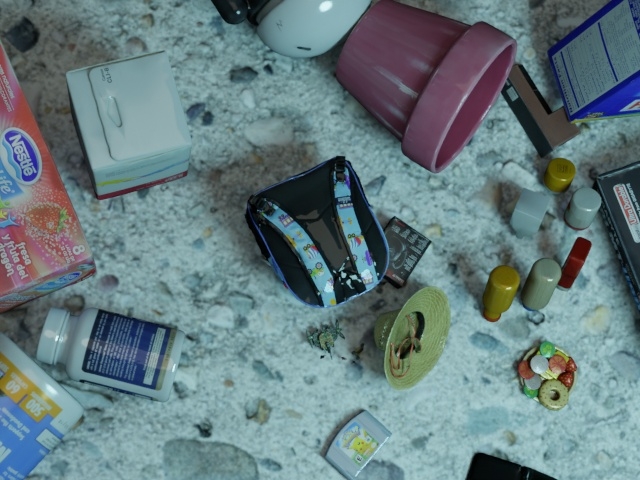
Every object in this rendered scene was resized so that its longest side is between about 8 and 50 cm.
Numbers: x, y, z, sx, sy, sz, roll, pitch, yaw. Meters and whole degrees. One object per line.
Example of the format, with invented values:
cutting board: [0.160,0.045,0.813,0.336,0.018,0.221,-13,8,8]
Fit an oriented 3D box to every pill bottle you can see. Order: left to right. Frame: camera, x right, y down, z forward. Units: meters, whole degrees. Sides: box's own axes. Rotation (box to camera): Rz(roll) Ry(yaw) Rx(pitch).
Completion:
pill bottle: [-0.424,0.251,1.402,0.152,0.152,0.272,42,77,0]
pill bottle: [-0.260,0.136,1.474,0.169,0.094,0.094,15,79,-6]

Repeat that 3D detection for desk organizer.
desk organizer: [0.298,-0.185,1.635,0.050,0.047,0.130,-30,87,-14]

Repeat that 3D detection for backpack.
backpack: [0.000,0.000,1.524,0.158,0.117,0.173,-26,85,-12]

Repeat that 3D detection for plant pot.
plant pot: [0.129,-0.216,1.552,0.180,0.201,0.201,33,77,14]

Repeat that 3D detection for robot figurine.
robot figurine: [-0.048,-0.374,1.553,0.209,0.173,0.278,-30,86,12]

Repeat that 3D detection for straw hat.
straw hat: [0.104,0.119,1.546,0.061,0.144,0.144,17,75,38]

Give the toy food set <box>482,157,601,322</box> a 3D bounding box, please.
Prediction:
toy food set: [0.300,0.010,1.596,0.111,0.104,0.232,22,60,9]

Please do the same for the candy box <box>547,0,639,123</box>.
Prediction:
candy box: [0.488,-0.262,1.520,0.268,0.317,0.122,-9,81,-19]

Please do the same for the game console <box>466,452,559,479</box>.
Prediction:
game console: [0.244,0.354,1.557,0.107,0.071,0.122,27,77,-34]

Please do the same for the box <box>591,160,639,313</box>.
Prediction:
box: [0.551,0.007,1.581,0.293,0.073,0.295,-17,74,1]

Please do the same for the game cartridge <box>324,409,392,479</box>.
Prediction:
game cartridge: [0.046,0.263,1.540,0.056,0.017,0.083,41,77,3]

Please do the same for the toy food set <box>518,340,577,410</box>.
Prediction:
toy food set: [0.305,0.179,1.590,0.082,0.020,0.083,34,78,-2]

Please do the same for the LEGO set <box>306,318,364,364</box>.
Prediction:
LEGO set: [0.016,0.135,1.556,0.083,0.023,0.054,44,79,-13]

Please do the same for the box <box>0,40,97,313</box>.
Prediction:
box: [-0.397,-0.076,1.460,0.142,0.154,0.300,-23,84,-12]

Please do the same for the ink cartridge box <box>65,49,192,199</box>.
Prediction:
ink cartridge box: [-0.238,-0.141,1.480,0.127,0.176,0.128,-16,84,-11]

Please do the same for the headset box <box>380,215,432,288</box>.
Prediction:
headset box: [0.099,0.020,1.579,0.062,0.032,0.083,34,79,-1]
